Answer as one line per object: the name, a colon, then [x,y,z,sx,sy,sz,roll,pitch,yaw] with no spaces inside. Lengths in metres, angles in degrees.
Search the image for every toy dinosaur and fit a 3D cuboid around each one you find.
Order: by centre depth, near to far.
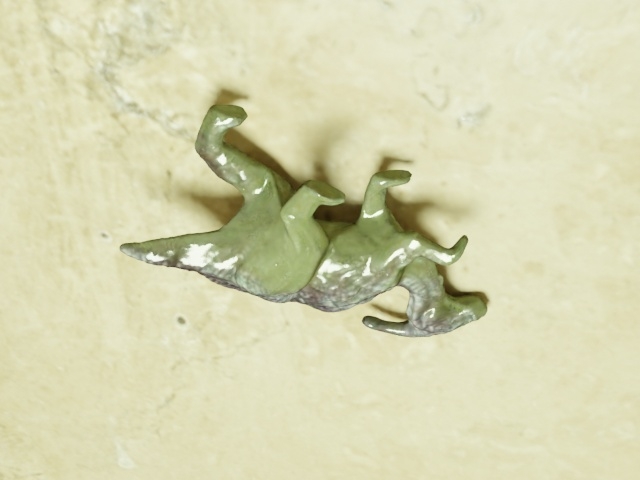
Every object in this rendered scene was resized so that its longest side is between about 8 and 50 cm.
toy dinosaur: [0.000,0.005,0.798,0.294,0.077,0.162,21,132,-2]
